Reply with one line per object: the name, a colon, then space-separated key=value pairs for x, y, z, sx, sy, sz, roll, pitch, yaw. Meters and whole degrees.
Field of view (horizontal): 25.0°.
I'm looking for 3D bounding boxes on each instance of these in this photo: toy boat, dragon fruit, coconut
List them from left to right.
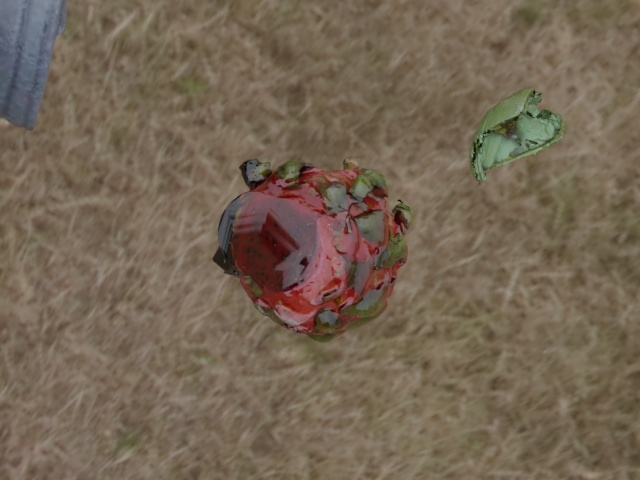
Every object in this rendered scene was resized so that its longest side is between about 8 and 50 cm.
toy boat: x=-0.294 y=-0.245 z=1.471 sx=0.078 sy=0.283 sz=0.127 roll=9 pitch=26 yaw=-17
dragon fruit: x=0.000 y=0.000 z=1.251 sx=0.160 sy=0.172 sz=0.167 roll=-29 pitch=77 yaw=18
coconut: x=0.218 y=-0.126 z=1.676 sx=0.133 sy=0.158 sz=0.055 roll=-40 pitch=68 yaw=3
